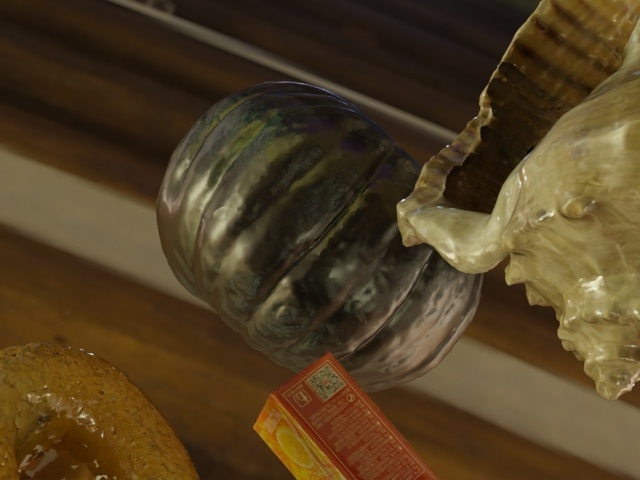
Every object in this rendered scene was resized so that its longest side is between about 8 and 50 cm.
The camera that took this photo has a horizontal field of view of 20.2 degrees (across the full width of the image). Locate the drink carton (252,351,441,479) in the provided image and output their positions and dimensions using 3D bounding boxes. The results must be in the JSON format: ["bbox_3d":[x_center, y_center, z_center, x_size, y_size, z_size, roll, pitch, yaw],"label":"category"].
[{"bbox_3d":[0.045,0.210,1.544,0.071,0.096,0.223,-36,-102,-25],"label":"drink carton"}]

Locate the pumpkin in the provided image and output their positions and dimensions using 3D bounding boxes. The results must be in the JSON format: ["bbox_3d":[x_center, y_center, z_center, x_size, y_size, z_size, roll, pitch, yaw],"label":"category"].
[{"bbox_3d":[0.000,0.000,1.898,0.363,0.266,0.363,41,178,2],"label":"pumpkin"}]

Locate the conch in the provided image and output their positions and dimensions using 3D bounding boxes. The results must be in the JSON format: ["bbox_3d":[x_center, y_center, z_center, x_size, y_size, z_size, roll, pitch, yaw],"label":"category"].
[{"bbox_3d":[0.179,-0.046,1.002,0.263,0.186,0.324,-5,-141,36],"label":"conch"}]

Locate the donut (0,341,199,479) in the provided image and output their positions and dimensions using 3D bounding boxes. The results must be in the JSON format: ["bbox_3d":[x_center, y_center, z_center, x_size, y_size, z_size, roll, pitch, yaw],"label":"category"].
[{"bbox_3d":[-0.203,0.200,1.380,0.277,0.108,0.278,24,-137,-25],"label":"donut"}]
